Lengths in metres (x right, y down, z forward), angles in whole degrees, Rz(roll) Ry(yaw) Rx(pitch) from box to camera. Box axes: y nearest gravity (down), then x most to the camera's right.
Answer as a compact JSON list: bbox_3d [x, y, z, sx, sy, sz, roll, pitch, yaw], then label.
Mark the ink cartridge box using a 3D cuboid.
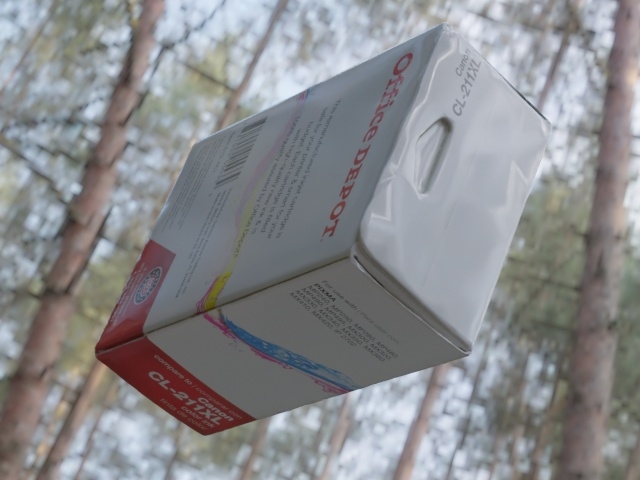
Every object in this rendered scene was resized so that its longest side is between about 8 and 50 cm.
[{"bbox_3d":[0.000,0.000,0.819,0.072,0.127,0.175,41,-37,-24],"label":"ink cartridge box"}]
